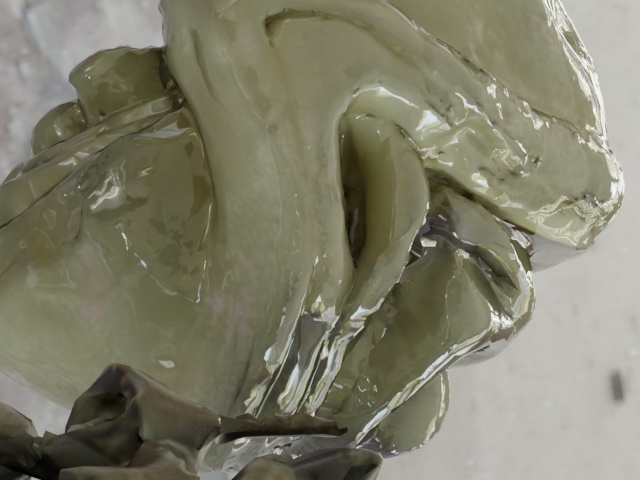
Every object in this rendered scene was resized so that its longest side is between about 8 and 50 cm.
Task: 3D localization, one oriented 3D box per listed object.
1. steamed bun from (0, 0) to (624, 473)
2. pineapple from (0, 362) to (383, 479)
[{"bbox_3d":[0.000,0.000,1.067,0.352,0.339,0.247,-5,60,-43],"label":"steamed bun"},{"bbox_3d":[-0.014,0.123,0.396,0.262,0.271,0.262,-39,142,-39],"label":"pineapple"}]
